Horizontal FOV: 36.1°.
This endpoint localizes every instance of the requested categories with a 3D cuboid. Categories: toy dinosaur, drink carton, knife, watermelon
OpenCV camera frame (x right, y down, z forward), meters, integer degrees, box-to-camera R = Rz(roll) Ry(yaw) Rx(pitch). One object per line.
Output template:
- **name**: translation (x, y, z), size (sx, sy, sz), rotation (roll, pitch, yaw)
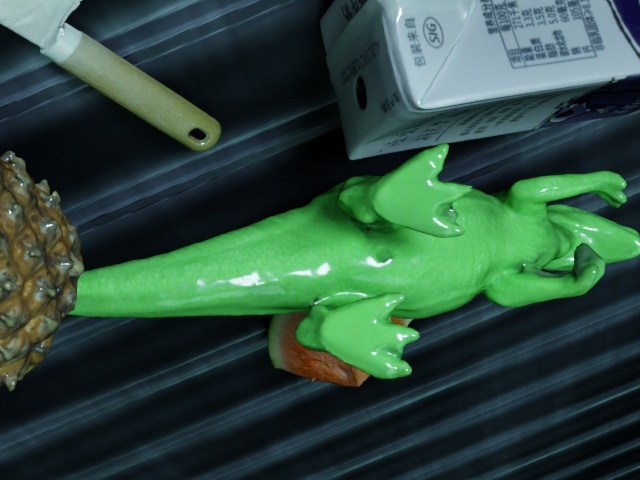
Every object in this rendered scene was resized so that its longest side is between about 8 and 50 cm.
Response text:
- **toy dinosaur**: translation (0.000, 0.000, 0.784), size (0.499, 0.144, 0.374), rotation (0, -175, 17)
- **drink carton**: translation (0.123, -0.121, 0.586), size (0.222, 0.102, 0.134), rotation (-12, 178, -16)
- **knife**: translation (-0.153, -0.125, 0.547), size (0.047, 0.017, 0.298), rotation (-38, 140, 19)
- **watermelon**: translation (0.013, 0.094, 0.885), size (0.135, 0.094, 0.125), rotation (-35, 153, 27)

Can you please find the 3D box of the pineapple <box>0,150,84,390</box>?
- **pineapple**: translation (-0.259, -0.038, 0.479), size (0.165, 0.166, 0.364), rotation (-27, 147, 7)
